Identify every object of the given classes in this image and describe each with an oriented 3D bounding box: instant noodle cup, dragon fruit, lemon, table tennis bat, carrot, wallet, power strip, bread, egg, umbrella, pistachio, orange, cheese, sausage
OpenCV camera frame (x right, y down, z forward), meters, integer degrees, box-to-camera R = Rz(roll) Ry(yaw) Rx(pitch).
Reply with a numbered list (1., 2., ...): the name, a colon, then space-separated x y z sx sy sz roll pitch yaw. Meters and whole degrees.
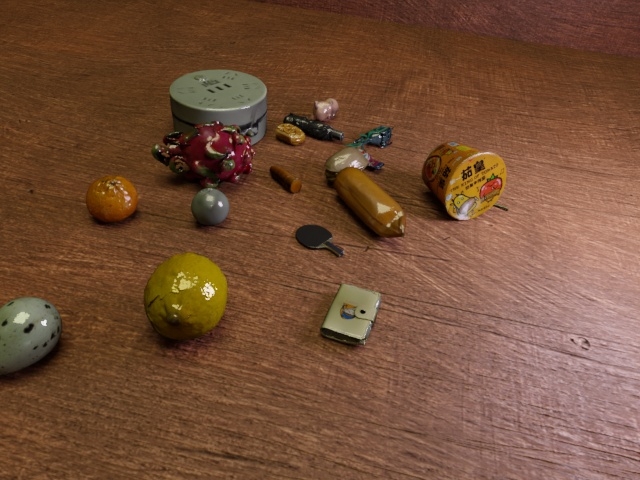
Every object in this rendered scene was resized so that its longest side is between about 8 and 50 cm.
1. instant noodle cup: 0.420 -0.193 1.521 0.215 0.216 0.172 -11 34 -19
2. dragon fruit: -0.341 -0.264 1.528 0.272 0.219 0.198 9 -5 11
3. lemon: -0.288 0.118 1.081 0.180 0.181 0.193 -15 45 -24
4. table tennis bat: 0.000 0.000 1.376 0.158 0.014 0.095 33 46 31
5. carrot: -0.115 -0.201 1.575 0.048 0.048 0.139 -24 47 -31
6. wallet: 0.074 0.170 1.163 0.110 0.040 0.155 14 40 14
7. power strip: -0.344 -0.460 1.766 0.356 0.162 0.358 4 40 -3
8. bread: -0.106 -0.377 1.790 0.110 0.044 0.083 30 42 24
9. egg: -0.596 0.190 1.000 0.131 0.131 0.164 28 68 24
10. umbrella: -0.024 -0.404 1.823 0.235 0.059 0.066 24 66 17
11. pistachio: 0.079 -0.234 1.595 0.149 0.113 0.113 -34 53 -26
12. orange: -0.566 -0.118 1.368 0.135 0.118 0.136 6 33 -4
13. cheese: 0.144 -0.272 1.698 0.145 0.038 0.095 27 44 25
14. sausage: 0.153 -0.098 1.442 0.112 0.112 0.328 -17 45 -25

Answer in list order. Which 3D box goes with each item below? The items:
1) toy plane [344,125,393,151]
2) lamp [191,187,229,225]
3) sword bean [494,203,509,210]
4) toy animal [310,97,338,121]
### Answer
1. toy plane: 0.189 -0.369 1.805 0.096 0.060 0.235 24 39 32
2. lamp: -0.302 -0.093 1.381 0.105 0.105 0.105 3 40 -3
3. sword bean: 0.548 -0.110 1.577 0.083 0.012 0.012 21 42 20
4. toy animal: 0.019 -0.499 1.926 0.089 0.084 0.150 14 27 30
